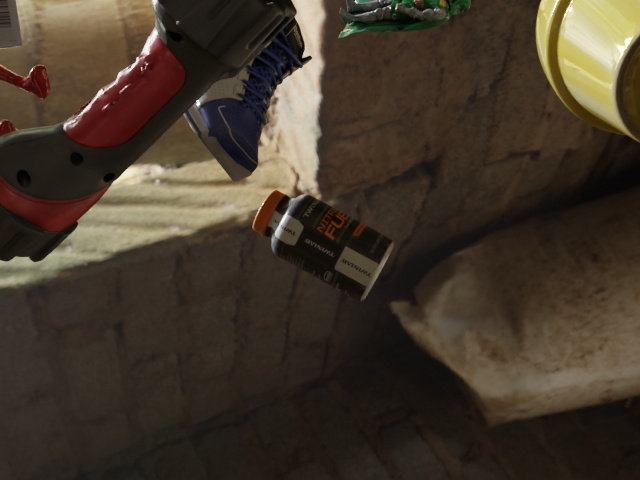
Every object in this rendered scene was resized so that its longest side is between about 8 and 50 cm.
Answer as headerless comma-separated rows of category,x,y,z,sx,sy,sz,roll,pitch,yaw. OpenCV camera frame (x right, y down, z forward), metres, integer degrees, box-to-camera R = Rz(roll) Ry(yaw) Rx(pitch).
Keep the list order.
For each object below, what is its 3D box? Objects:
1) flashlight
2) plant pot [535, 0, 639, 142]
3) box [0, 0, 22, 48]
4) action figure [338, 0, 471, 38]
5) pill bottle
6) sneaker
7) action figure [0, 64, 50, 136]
flashlight,-0.165,-0.108,0.623,0.103,0.304,0.103,47,-159,-7
plant pot,0.388,-0.218,0.896,0.239,0.254,0.253,-82,-11,-60
box,-0.413,-0.269,0.917,0.087,0.102,0.101,17,116,51
action figure,0.155,-0.419,1.431,0.063,0.232,0.137,69,-151,-46
pill bottle,0.000,0.000,1.463,0.246,0.130,0.130,28,147,6
sneaker,-0.104,-0.248,1.155,0.127,0.182,0.315,53,-164,-42
action figure,-0.383,-0.189,0.670,0.280,0.091,0.139,25,164,1
